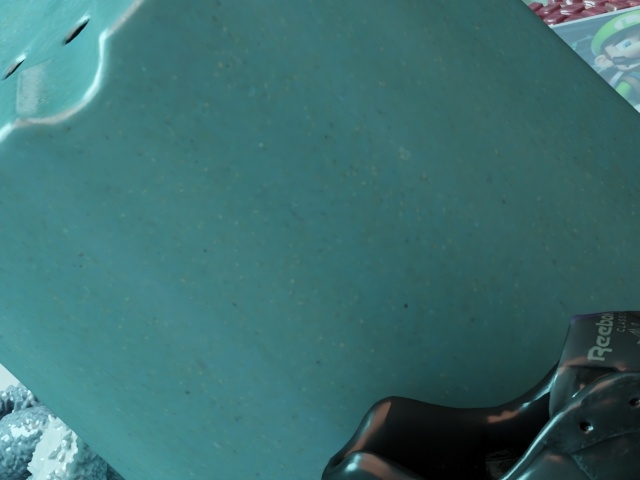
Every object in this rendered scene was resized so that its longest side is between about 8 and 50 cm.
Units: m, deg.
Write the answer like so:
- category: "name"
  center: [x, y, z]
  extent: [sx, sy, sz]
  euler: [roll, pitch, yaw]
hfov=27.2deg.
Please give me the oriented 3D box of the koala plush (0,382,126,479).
- category: "koala plush"
  center: [-0.149, 0.172, 0.811]
  extent: [0.203, 0.196, 0.221]
  euler: [-34, 11, -26]

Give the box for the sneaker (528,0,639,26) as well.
- category: "sneaker"
  center: [0.152, -0.091, 0.977]
  extent: [0.299, 0.112, 0.121]
  euler: [-31, 34, -11]

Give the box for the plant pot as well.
- category: "plant pot"
  center: [0.000, 0.000, 0.606]
  extent: [0.341, 0.334, 0.341]
  euler: [-37, 27, 22]

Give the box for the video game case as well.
- category: "video game case"
  center: [0.155, -0.091, 0.838]
  extent: [0.190, 0.022, 0.173]
  euler: [-9, 34, 28]

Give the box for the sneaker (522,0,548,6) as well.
- category: "sneaker"
  center: [0.159, -0.166, 1.109]
  extent: [0.447, 0.169, 0.257]
  euler: [-36, 26, 35]

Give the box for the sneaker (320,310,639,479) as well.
- category: "sneaker"
  center: [0.128, 0.075, 0.402]
  extent: [0.283, 0.124, 0.107]
  euler: [-20, 13, 23]
